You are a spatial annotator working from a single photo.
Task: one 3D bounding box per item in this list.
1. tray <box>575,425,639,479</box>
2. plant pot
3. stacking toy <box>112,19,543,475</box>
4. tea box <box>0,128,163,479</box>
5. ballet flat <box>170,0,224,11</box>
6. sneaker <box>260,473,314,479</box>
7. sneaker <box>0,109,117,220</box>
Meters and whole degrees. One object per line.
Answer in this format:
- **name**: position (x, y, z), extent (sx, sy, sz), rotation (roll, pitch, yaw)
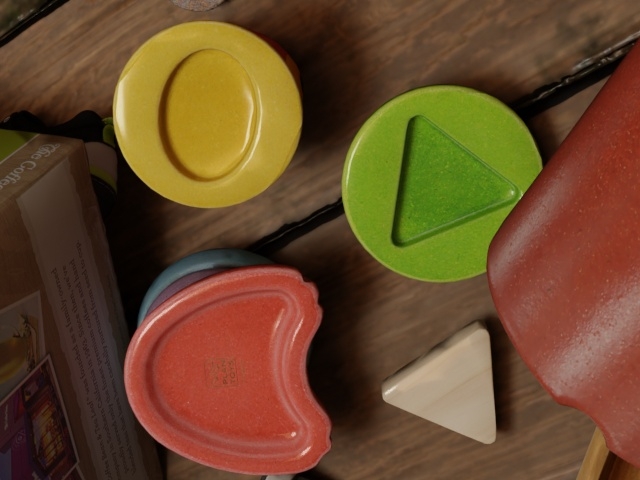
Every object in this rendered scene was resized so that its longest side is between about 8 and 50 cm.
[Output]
- **tray**: position (0.222, 0.318, 0.804), extent (0.203, 0.076, 0.410), rotation (23, 109, 21)
- **plant pot**: position (0.242, -0.024, 0.635), extent (0.272, 0.272, 0.265), rotation (46, 123, 11)
- **stacking toy**: position (0.000, 0.000, 0.859), extent (0.280, 0.130, 0.309), rotation (4, 106, -2)
- **tea box**: position (-0.325, 0.100, 0.889), extent (0.324, 0.220, 0.329), rotation (9, 125, 23)
- **ballet flat**: position (-0.125, -0.313, 0.828), extent (0.108, 0.106, 0.316), rotation (-6, 98, 27)
- **sneaker**: position (-0.040, 0.280, 0.886), extent (0.106, 0.078, 0.234), rotation (23, 79, 9)
- **sneaker**: position (-0.242, -0.051, 0.969), extent (0.235, 0.084, 0.097), rotation (-6, 64, 31)
